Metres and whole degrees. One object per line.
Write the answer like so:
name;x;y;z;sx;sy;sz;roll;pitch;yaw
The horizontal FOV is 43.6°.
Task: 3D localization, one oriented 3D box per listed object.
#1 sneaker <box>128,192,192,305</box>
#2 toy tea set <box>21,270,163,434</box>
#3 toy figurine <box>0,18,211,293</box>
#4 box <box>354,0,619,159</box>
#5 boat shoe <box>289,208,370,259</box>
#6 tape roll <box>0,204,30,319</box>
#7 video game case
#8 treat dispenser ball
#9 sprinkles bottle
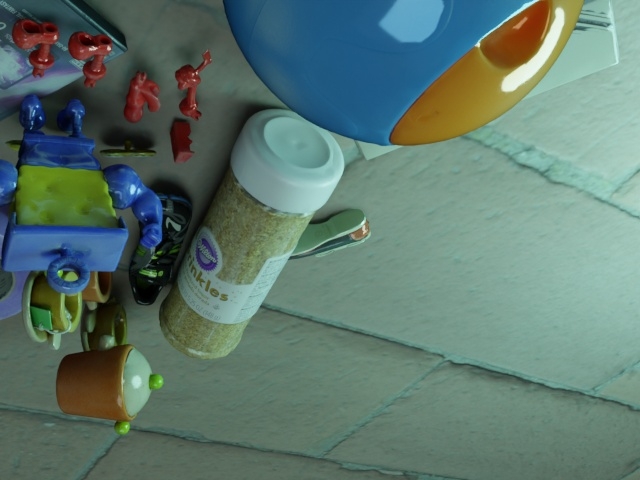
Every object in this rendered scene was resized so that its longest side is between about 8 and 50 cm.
sneaker;-0.201;0.013;1.001;0.067;0.078;0.188;7;136;-20
toy tea set;-0.262;0.075;0.973;0.124;0.200;0.336;-1;135;2
toy figurine;-0.264;-0.058;0.737;0.362;0.217;0.191;2;151;-31
box;0.148;-0.192;0.816;0.275;0.113;0.094;-22;138;11
boat shoe;0.000;0.000;1.058;0.137;0.049;0.043;-20;142;3
tape roll;-0.426;0.014;0.950;0.189;0.080;0.189;-7;141;-5
video game case;-0.351;-0.171;0.751;0.274;0.026;0.196;-25;155;15
treat dispenser ball;0.063;-0.218;0.626;0.288;0.288;0.288;-6;140;-5
sprinkles bottle;-0.095;0.006;0.983;0.121;0.121;0.355;10;136;-23
